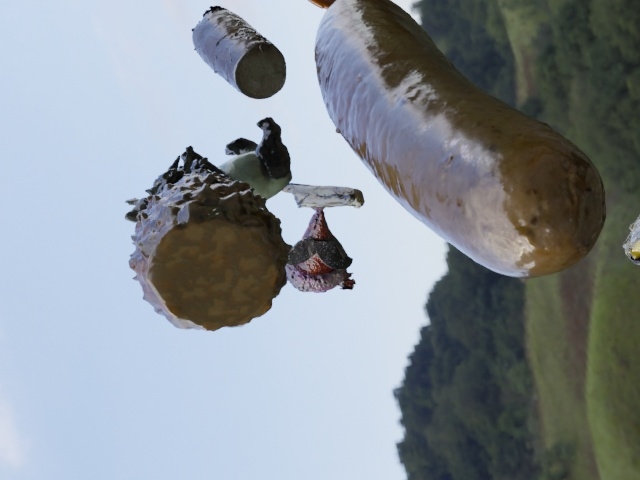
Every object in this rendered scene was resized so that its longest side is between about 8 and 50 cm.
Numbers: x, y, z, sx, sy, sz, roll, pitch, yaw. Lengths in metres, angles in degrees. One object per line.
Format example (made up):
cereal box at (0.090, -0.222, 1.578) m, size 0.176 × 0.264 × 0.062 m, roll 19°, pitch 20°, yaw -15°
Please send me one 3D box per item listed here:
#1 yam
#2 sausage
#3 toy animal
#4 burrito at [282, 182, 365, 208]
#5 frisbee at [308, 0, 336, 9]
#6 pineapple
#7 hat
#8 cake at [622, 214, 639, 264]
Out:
yam at (-0.100, -0.231, 1.263) m, size 0.141 × 0.079 × 0.079 m, roll 47°, pitch 171°, yaw 50°
sausage at (0.086, -0.114, 0.920) m, size 0.123 × 0.136 × 0.501 m, roll 54°, pitch -178°, yaw -34°
toy animal at (-0.152, -0.099, 1.655) m, size 0.121 × 0.225 × 0.094 m, roll 63°, pitch 166°, yaw 8°
burrito at (0.004, -0.077, 1.797) m, size 0.051 × 0.171 × 0.042 m, roll 38°, pitch -118°, yaw -44°
frisbee at (0.030, -0.428, 1.541) m, size 0.035 × 0.192 × 0.192 m, roll 153°, pitch 102°, yaw -73°
pineapple at (-0.134, -0.024, 1.143) m, size 0.340 × 0.169 × 0.169 m, roll -118°, pitch 3°, yaw -67°
hat at (0.002, 0.003, 1.931) m, size 0.227 × 0.140 × 0.129 m, roll 95°, pitch -160°, yaw -45°
cake at (0.437, -0.024, 1.151) m, size 0.116 × 0.185 × 0.080 m, roll 31°, pitch -142°, yaw 2°
